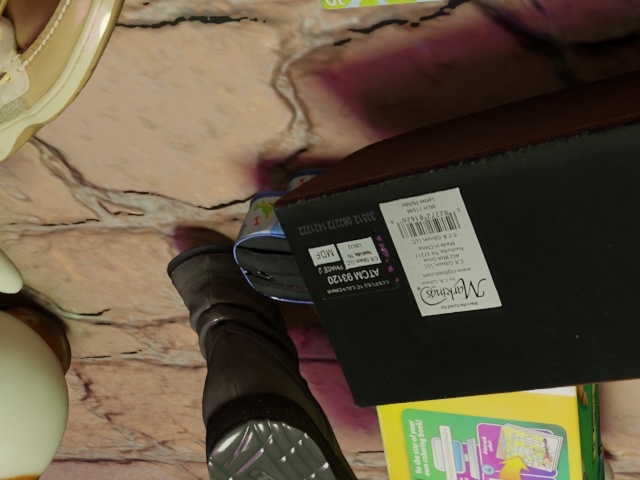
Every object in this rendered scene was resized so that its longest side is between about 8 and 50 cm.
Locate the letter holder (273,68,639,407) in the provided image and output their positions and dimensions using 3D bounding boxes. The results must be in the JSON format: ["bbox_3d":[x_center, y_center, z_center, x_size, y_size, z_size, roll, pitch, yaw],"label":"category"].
[{"bbox_3d":[0.165,-0.022,0.860,0.302,0.214,0.152,-12,107,40],"label":"letter holder"}]

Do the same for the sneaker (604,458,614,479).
[{"bbox_3d":[0.131,0.227,1.298,0.256,0.094,0.151,-26,135,37],"label":"sneaker"}]

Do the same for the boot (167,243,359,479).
[{"bbox_3d":[-0.025,0.167,1.170,0.118,0.223,0.338,-18,134,-1],"label":"boot"}]

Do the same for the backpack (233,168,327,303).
[{"bbox_3d":[0.000,0.000,1.010,0.114,0.084,0.105,1,144,16],"label":"backpack"}]

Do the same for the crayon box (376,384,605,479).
[{"bbox_3d":[0.138,0.153,1.103,0.165,0.081,0.278,4,126,21],"label":"crayon box"}]

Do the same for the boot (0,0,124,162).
[{"bbox_3d":[-0.244,-0.159,0.875,0.203,0.095,0.262,31,151,-20],"label":"boot"}]

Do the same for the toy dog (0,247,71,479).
[{"bbox_3d":[-0.381,0.083,1.207,0.395,0.285,0.408,-15,141,15],"label":"toy dog"}]

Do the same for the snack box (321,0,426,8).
[{"bbox_3d":[0.052,-0.177,0.747,0.141,0.037,0.100,0,147,26],"label":"snack box"}]
